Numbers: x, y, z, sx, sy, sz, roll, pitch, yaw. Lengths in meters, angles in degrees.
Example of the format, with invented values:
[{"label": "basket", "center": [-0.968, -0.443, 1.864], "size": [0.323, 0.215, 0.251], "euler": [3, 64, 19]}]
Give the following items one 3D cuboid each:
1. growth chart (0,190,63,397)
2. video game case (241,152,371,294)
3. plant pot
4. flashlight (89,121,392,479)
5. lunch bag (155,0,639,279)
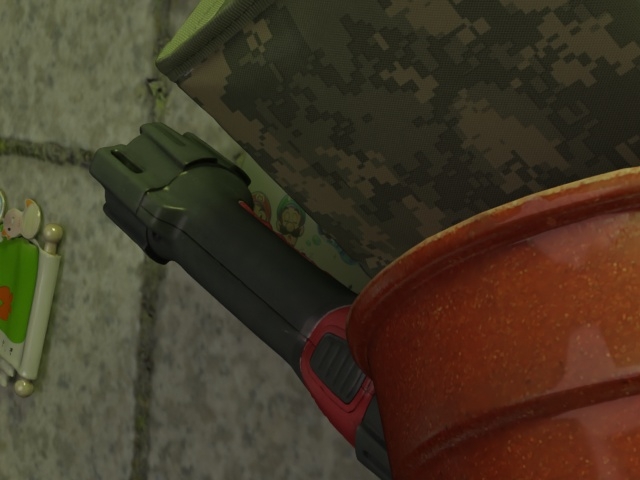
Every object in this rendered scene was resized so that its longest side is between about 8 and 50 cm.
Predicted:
[{"label": "growth chart", "center": [-0.302, 0.036, 1.072], "size": [0.237, 0.021, 0.172], "euler": [13, 101, 39]}, {"label": "video game case", "center": [0.000, 0.000, 0.803], "size": [0.157, 0.019, 0.143], "euler": [30, 112, 36]}, {"label": "plant pot", "center": [0.156, 0.145, 0.463], "size": [0.272, 0.272, 0.265], "euler": [-27, 57, 39]}, {"label": "flashlight", "center": [-0.011, 0.032, 0.745], "size": [0.304, 0.103, 0.103], "euler": [39, 150, 37]}, {"label": "lunch bag", "center": [0.114, -0.099, 0.543], "size": [0.235, 0.169, 0.287], "euler": [45, 133, -18]}]
